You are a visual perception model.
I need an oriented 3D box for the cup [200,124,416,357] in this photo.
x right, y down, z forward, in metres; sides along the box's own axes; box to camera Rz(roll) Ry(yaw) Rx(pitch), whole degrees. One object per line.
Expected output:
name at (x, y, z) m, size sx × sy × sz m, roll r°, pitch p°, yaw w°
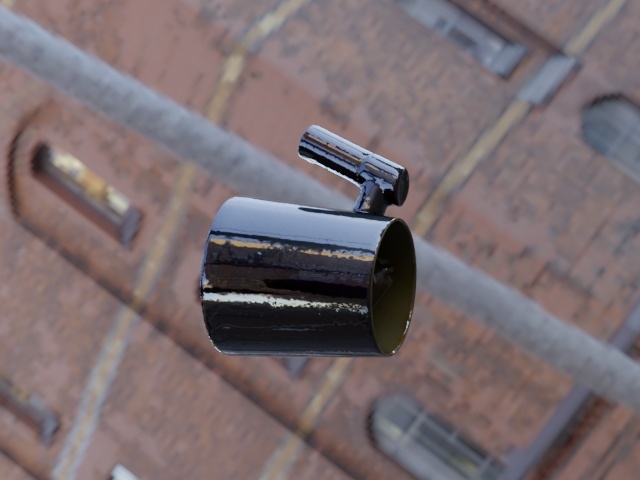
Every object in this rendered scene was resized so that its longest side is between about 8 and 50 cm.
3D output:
cup at (-0.007, 0.005, 1.703) m, size 0.166 × 0.177 × 0.239 m, roll -10°, pitch -77°, yaw -67°
